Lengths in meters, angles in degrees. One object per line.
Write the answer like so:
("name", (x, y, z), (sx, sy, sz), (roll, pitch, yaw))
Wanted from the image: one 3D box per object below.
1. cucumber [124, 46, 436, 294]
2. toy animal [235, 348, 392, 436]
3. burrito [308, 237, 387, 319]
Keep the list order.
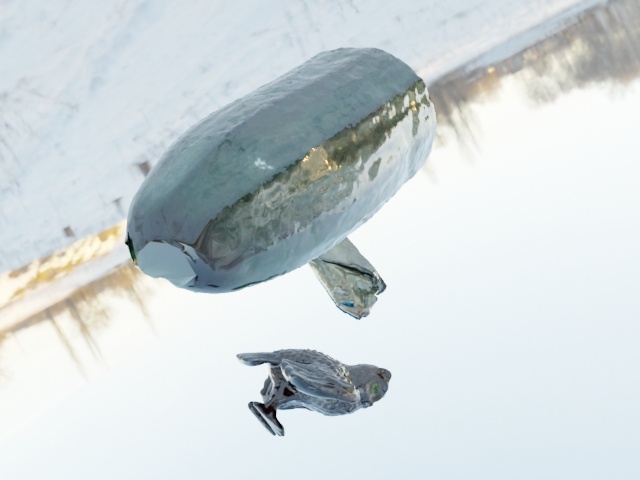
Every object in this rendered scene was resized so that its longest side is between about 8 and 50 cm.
("cucumber", (-0.014, -0.050, 0.459), (0.244, 0.115, 0.063), (-47, 169, -49))
("toy animal", (-0.005, 0.171, 1.008), (0.179, 0.116, 0.218), (-15, 165, -15))
("burrito", (0.000, 0.001, 0.779), (0.051, 0.171, 0.042), (-30, 158, -30))
